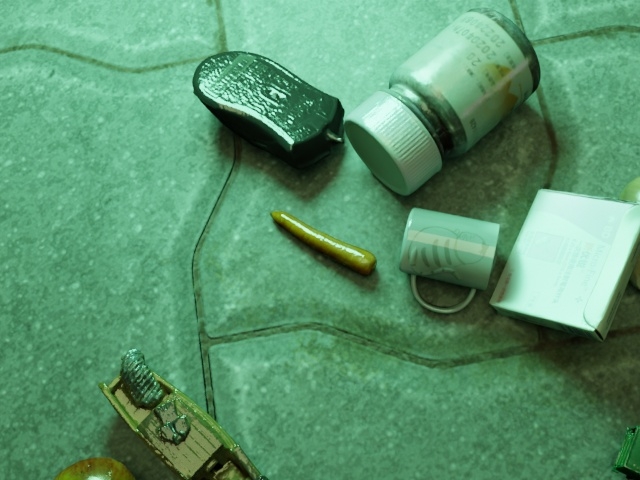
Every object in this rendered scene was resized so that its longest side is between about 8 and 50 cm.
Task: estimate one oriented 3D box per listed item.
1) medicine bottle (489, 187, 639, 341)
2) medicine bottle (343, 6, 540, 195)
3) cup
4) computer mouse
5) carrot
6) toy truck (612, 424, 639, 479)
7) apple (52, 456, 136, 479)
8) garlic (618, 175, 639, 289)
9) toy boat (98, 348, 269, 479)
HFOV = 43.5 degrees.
[{"bbox_3d":[0.353,0.030,1.127,0.171,0.052,0.201,15,71,43],"label":"medicine bottle"},{"bbox_3d":[0.182,-0.207,1.206,0.273,0.165,0.165,-42,72,-9],"label":"medicine bottle"},{"bbox_3d":[0.182,0.028,1.155,0.133,0.099,0.136,13,71,9],"label":"cup"},{"bbox_3d":[-0.077,-0.202,1.271,0.264,0.088,0.147,31,60,16],"label":"computer mouse"},{"bbox_3d":[0.000,0.000,1.217,0.190,0.037,0.037,27,75,15],"label":"carrot"},{"bbox_3d":[0.462,0.301,1.042,0.147,0.079,0.065,25,74,11],"label":"toy truck"},{"bbox_3d":[-0.304,0.362,1.067,0.146,0.146,0.146,-2,70,5],"label":"apple"},{"bbox_3d":[0.486,-0.013,1.151,0.124,0.099,0.174,-12,64,22],"label":"garlic"},{"bbox_3d":[-0.175,0.277,1.092,0.321,0.121,0.089,40,73,17],"label":"toy boat"}]
